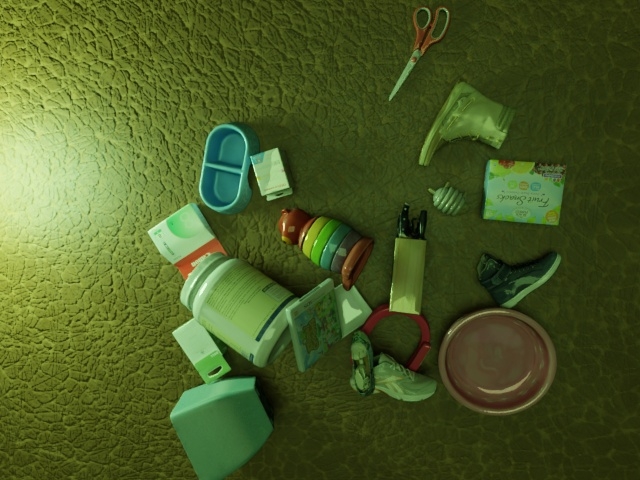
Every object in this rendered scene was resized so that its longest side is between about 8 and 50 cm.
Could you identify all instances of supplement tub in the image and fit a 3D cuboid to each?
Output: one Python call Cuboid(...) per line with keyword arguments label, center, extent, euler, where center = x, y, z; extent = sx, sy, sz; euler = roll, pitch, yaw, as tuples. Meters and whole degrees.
Cuboid(label="supplement tub", center=(-0.232, 0.202, 1.423), extent=(0.324, 0.235, 0.235), euler=(33, 100, 13))

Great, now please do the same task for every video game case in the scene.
Cuboid(label="video game case", center=(-0.013, 0.247, 1.379), extent=(0.023, 0.193, 0.212), euler=(11, 121, 39))

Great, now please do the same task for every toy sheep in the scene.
Cuboid(label="toy sheep", center=(0.378, -0.119, 1.383), extent=(0.132, 0.091, 0.091), euler=(29, 100, 8))

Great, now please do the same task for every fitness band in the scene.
Cuboid(label="fitness band", center=(0.216, 0.326, 1.454), extent=(0.209, 0.054, 0.291), euler=(29, 110, 4))

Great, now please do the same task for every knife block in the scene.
Cuboid(label="knife block", center=(0.254, 0.041, 1.346), extent=(0.088, 0.276, 0.242), euler=(5, 126, 9))

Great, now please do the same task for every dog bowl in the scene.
Cuboid(label="dog bowl", center=(-0.293, -0.227, 1.481), extent=(0.165, 0.074, 0.297), euler=(13, 98, 7))

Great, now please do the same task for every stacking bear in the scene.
Cuboid(label="stacking bear", center=(0.000, 0.000, 1.421), extent=(0.289, 0.175, 0.164), euler=(29, 71, 15))

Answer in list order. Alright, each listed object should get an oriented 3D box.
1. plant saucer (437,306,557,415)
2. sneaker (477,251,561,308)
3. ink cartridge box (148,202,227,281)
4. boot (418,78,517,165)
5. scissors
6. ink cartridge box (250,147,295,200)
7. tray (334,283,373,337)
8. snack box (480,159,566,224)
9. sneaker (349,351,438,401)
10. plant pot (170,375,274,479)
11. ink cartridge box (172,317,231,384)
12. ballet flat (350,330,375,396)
Cuboid(label="plant saucer", center=(0.519, 0.352, 1.404), extent=(0.332, 0.084, 0.332), euler=(1, 100, 8))
Cuboid(label="sneaker", center=(0.569, 0.075, 1.372), extent=(0.226, 0.086, 0.163), euler=(-43, 91, 12))
Cuboid(label="ink cartridge box", center=(-0.431, 0.017, 1.539), extent=(0.181, 0.056, 0.225), euler=(-31, 89, 11))
Cuboid(label="boot", center=(0.420, -0.301, 1.354), extent=(0.203, 0.095, 0.262), euler=(29, 95, 4))
Cuboid(label="scissors", center=(0.293, -0.545, 1.382), extent=(0.109, 0.021, 0.297), euler=(17, 97, 5))
Cuboid(label="ink cartridge box", center=(-0.143, -0.202, 1.451), extent=(0.092, 0.090, 0.143), euler=(-15, 95, 10))
Cuboid(label="tray", center=(0.026, 0.254, 1.504), extent=(0.270, 0.030, 0.145), euler=(-36, 89, 11))
Cuboid(label="snack box", center=(0.581, -0.139, 1.356), extent=(0.207, 0.070, 0.175), euler=(6, 97, 9))
Cuboid(label="sneaker", center=(0.216, 0.397, 1.399), extent=(0.262, 0.099, 0.121), euler=(3, 103, 12))
Cuboid(label="plant pot", center=(-0.285, 0.568, 1.486), extent=(0.252, 0.248, 0.247), euler=(-25, 91, -5))
Cuboid(label="ink cartridge box", center=(-0.384, 0.357, 1.562), extent=(0.109, 0.062, 0.209), euler=(-33, 90, 11))
Cuboid(label="ballet flat", center=(0.120, 0.358, 1.365), extent=(0.070, 0.070, 0.188), euler=(-13, 77, 10))
